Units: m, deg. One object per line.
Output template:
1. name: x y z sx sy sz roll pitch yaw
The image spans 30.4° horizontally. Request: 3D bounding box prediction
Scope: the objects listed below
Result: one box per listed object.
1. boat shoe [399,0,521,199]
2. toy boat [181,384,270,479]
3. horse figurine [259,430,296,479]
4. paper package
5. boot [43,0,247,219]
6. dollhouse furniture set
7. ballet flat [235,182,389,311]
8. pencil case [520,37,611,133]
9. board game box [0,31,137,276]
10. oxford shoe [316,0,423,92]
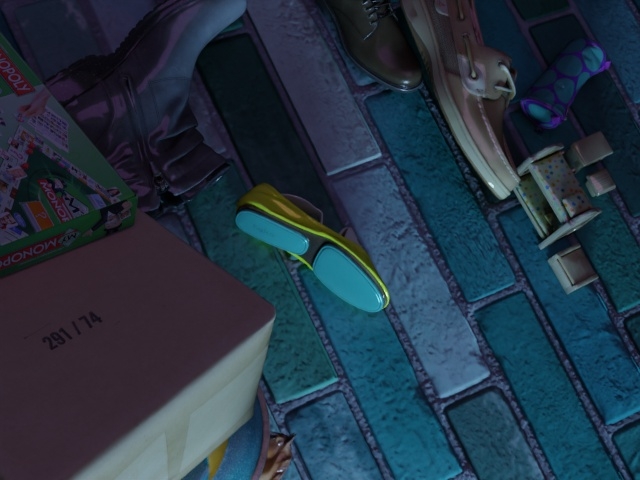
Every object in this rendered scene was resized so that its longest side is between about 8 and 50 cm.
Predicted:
1. boat shoe: 0.210 -0.222 1.604 0.110 0.121 0.341 -24 74 12
2. toy boat: -0.111 0.262 1.257 0.318 0.148 0.267 32 63 14
3. horse figurine: -0.145 0.322 1.343 0.174 0.066 0.263 18 64 -3
4. paper package: -0.257 0.122 1.152 0.309 0.168 0.325 35 49 21
5. boot: -0.182 -0.168 1.505 0.338 0.118 0.223 -38 87 -14
6. dollhouse furniture set: 0.375 -0.050 1.616 0.161 0.101 0.182 -24 78 -23
7. ballet flat: 0.000 0.000 1.507 0.231 0.077 0.077 33 48 0
8. pencil case: 0.351 -0.226 1.697 0.070 0.064 0.152 33 64 15
9. board game box: -0.359 -0.096 1.191 0.213 0.046 0.317 -23 56 -32
10. oxford shoe: 0.069 -0.303 1.627 0.083 0.096 0.227 -34 84 -26
